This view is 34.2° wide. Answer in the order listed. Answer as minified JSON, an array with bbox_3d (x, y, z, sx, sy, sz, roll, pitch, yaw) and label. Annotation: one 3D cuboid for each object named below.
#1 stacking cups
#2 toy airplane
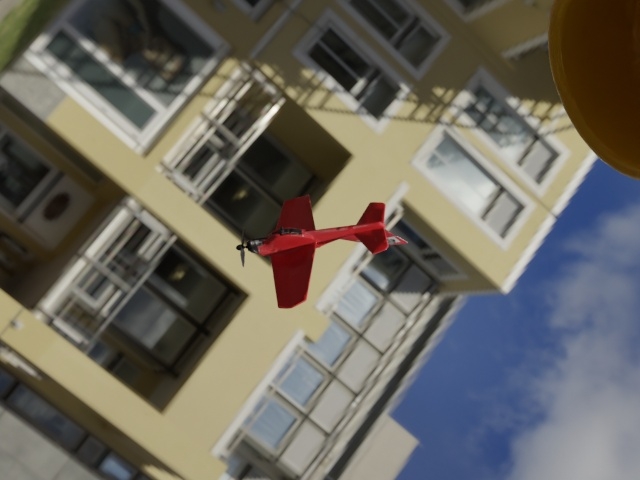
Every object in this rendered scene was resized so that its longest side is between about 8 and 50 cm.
[{"bbox_3d":[0.254,-0.128,0.471,0.316,0.096,0.096,-25,-172,-19],"label":"stacking cups"},{"bbox_3d":[0.000,0.000,0.910,0.151,0.028,0.151,-5,-140,4],"label":"toy airplane"}]
